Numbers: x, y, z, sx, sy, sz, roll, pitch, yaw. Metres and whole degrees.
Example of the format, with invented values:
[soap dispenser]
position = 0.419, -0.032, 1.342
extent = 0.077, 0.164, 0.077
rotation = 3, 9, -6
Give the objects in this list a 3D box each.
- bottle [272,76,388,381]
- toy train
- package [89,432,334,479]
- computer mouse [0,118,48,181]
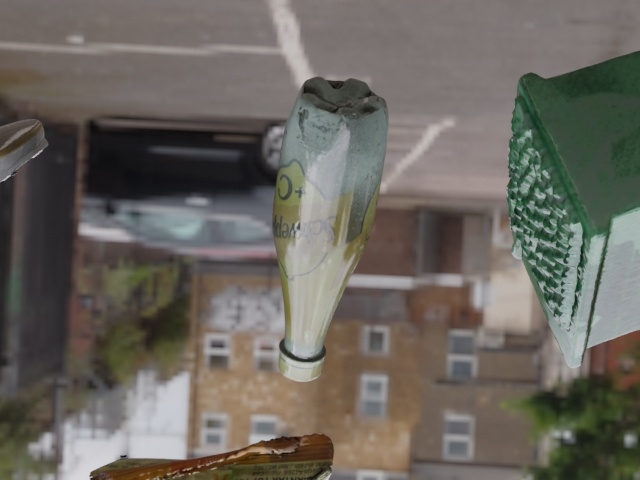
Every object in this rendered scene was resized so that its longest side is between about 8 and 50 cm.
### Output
[bottle]
position = 0.000, 0.000, 1.306
extent = 0.083, 0.269, 0.083
rotation = 6, -149, -3
[toy train]
position = 0.244, -0.036, 1.150
extent = 0.202, 0.145, 0.266
rotation = -18, 153, -4
[package]
position = -0.035, 0.137, 0.690
extent = 0.108, 0.120, 0.031
rotation = -5, -150, 16
[computer mouse]
position = -0.274, -0.029, 1.133
extent = 0.199, 0.045, 0.102
rotation = -31, -170, 33
